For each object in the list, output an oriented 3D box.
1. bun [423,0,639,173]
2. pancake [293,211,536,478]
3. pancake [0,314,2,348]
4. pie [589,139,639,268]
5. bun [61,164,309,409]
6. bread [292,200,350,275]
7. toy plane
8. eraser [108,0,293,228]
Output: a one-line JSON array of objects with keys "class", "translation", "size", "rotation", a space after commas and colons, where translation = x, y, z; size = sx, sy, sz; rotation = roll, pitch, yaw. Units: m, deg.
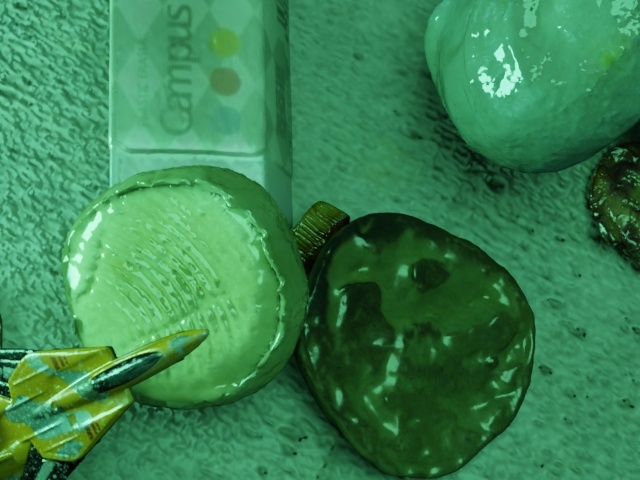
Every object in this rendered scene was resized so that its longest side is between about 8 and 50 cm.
[{"class": "bun", "translation": [0.257, -0.249, 1.744], "size": [0.211, 0.362, 0.362], "rotation": [37, 68, -19]}, {"class": "pancake", "translation": [0.096, 0.110, 1.721], "size": [0.294, 0.049, 0.294], "rotation": [4, 80, -27]}, {"class": "pancake", "translation": [-0.425, 0.100, 1.651], "size": [0.199, 0.021, 0.199], "rotation": [4, 73, -11]}, {"class": "pie", "translation": [0.354, -0.045, 1.861], "size": [0.092, 0.034, 0.170], "rotation": [6, 66, -12]}, {"class": "bun", "translation": [-0.126, 0.044, 1.643], "size": [0.259, 0.152, 0.259], "rotation": [2, 99, 12]}, {"class": "bread", "translation": [0.000, 0.000, 1.744], "size": [0.053, 0.085, 0.085], "rotation": [36, 69, 9]}, {"class": "toy plane", "translation": [-0.230, 0.146, 1.567], "size": [0.316, 0.103, 0.204], "rotation": [-26, 88, 16]}, {"class": "eraser", "translation": [-0.130, -0.213, 1.781], "size": [0.213, 0.082, 0.397], "rotation": [1, 73, -12]}]
